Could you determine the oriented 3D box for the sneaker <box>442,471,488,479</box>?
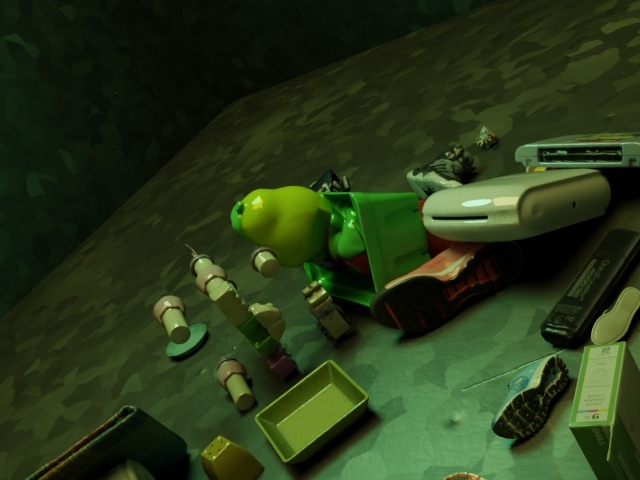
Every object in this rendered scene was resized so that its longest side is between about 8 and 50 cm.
[{"bbox_3d":[0.221,0.363,1.075,0.158,0.061,0.065,-4,41,49],"label":"sneaker"}]

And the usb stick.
[{"bbox_3d":[0.471,0.076,1.360,0.077,0.045,0.278,8,45,47],"label":"usb stick"}]

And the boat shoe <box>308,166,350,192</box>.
[{"bbox_3d":[-0.005,-0.085,2.123,0.158,0.127,0.340,-50,15,24],"label":"boat shoe"}]

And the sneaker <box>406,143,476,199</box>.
[{"bbox_3d":[0.326,-0.163,1.945,0.153,0.101,0.268,-38,21,-8],"label":"sneaker"}]

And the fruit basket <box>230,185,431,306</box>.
[{"bbox_3d":[0.000,0.000,1.710,0.392,0.282,0.392,-13,9,2],"label":"fruit basket"}]

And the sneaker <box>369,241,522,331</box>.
[{"bbox_3d":[0.245,0.084,1.578,0.314,0.115,0.136,-24,13,1],"label":"sneaker"}]

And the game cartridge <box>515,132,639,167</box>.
[{"bbox_3d":[0.576,-0.186,1.614,0.196,0.060,0.294,-11,11,-42],"label":"game cartridge"}]

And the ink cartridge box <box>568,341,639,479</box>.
[{"bbox_3d":[0.382,0.245,1.045,0.062,0.109,0.209,-15,28,35],"label":"ink cartridge box"}]

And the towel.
[{"bbox_3d":[-0.392,0.418,1.431,0.271,0.370,0.040,-36,67,-11],"label":"towel"}]

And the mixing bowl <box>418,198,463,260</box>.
[{"bbox_3d":[0.237,-0.030,1.796,0.181,0.098,0.181,-27,23,13],"label":"mixing bowl"}]

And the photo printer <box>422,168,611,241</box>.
[{"bbox_3d":[0.372,-0.069,1.544,0.308,0.107,0.256,-14,9,-37],"label":"photo printer"}]

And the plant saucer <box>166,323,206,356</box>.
[{"bbox_3d":[-0.338,0.261,2.023,0.119,0.021,0.119,-27,24,13],"label":"plant saucer"}]

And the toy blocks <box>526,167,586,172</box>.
[{"bbox_3d":[0.501,-0.128,1.723,0.123,0.054,0.148,-41,25,-23],"label":"toy blocks"}]

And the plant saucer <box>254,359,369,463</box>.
[{"bbox_3d":[-0.011,0.323,1.459,0.188,0.045,0.188,-36,24,-10],"label":"plant saucer"}]

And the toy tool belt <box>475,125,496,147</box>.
[{"bbox_3d":[0.438,-0.265,2.097,0.051,0.052,0.083,-57,9,25],"label":"toy tool belt"}]

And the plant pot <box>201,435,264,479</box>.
[{"bbox_3d":[-0.170,0.405,1.443,0.081,0.083,0.081,-43,24,-25],"label":"plant pot"}]

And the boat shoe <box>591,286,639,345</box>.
[{"bbox_3d":[0.470,0.128,1.263,0.046,0.038,0.125,32,64,18],"label":"boat shoe"}]

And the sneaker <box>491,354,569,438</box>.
[{"bbox_3d":[0.315,0.245,1.217,0.162,0.063,0.073,-39,6,-28],"label":"sneaker"}]

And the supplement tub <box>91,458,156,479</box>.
[{"bbox_3d":[-0.401,0.534,1.330,0.316,0.193,0.193,-36,23,-9],"label":"supplement tub"}]

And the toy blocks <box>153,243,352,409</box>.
[{"bbox_3d":[-0.161,0.139,1.693,0.309,0.288,0.260,-39,29,-4],"label":"toy blocks"}]
